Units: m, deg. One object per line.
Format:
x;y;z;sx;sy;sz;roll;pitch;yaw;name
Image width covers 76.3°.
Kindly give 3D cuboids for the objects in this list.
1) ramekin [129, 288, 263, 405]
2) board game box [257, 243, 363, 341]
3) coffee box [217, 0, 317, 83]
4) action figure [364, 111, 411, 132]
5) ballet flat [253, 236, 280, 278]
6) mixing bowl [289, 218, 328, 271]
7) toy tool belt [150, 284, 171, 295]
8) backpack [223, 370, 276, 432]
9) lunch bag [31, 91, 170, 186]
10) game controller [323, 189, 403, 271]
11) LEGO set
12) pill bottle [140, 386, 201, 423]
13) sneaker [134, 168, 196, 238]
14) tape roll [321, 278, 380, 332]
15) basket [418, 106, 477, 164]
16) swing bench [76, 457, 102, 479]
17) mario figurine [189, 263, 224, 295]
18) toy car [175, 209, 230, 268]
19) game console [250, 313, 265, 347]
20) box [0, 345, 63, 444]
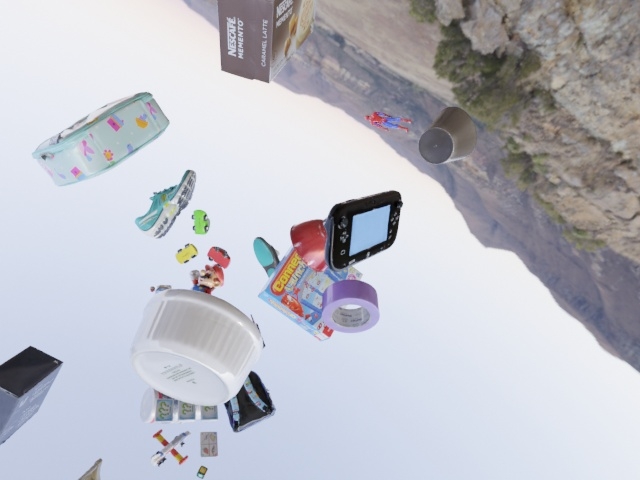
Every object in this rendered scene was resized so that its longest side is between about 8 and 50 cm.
-0.266;0.237;0.857;0.272;0.273;0.127;29;-137;-12;ramekin
-0.031;0.171;1.569;0.301;0.086;0.308;37;-120;-9;board game box
-0.087;-0.416;0.745;0.098;0.141;0.247;18;-131;6;coffee box
0.162;-0.289;0.993;0.115;0.038;0.030;19;-175;19;action figure
-0.212;0.104;1.809;0.096;0.095;0.281;-38;-73;-60;ballet flat
0.000;0.000;1.298;0.181;0.098;0.182;40;-149;-29;mixing bowl
-0.628;0.202;1.601;0.083;0.052;0.051;0;-140;-15;toy tool belt
-0.248;0.536;1.381;0.173;0.158;0.117;61;174;21;backpack
-0.517;-0.240;0.954;0.223;0.108;0.279;2;-139;36;lunch bag
0.116;-0.031;1.031;0.067;0.167;0.319;8;-162;39;game controller
-0.374;0.539;1.145;0.182;0.060;0.244;10;-149;-23;LEGO set
-0.470;0.529;1.309;0.180;0.108;0.108;22;-158;-39;pill bottle
-0.523;-0.140;1.390;0.109;0.275;0.107;31;162;3;sneaker
0.099;0.218;1.336;0.188;0.189;0.080;25;-140;-22;tape roll
0.454;-0.367;1.475;0.226;0.154;0.205;-34;-75;-48;basket
-0.577;0.754;1.064;0.254;0.166;0.253;13;-169;10;swing bench
-0.622;0.233;2.056;0.198;0.170;0.321;33;-118;7;mario figurine
-0.452;-0.011;1.577;0.238;0.225;0.053;4;-166;14;toy car
-0.312;0.433;1.856;0.085;0.124;0.144;35;-165;-40;game console
-0.693;0.350;0.914;0.093;0.158;0.156;31;-172;-7;box
